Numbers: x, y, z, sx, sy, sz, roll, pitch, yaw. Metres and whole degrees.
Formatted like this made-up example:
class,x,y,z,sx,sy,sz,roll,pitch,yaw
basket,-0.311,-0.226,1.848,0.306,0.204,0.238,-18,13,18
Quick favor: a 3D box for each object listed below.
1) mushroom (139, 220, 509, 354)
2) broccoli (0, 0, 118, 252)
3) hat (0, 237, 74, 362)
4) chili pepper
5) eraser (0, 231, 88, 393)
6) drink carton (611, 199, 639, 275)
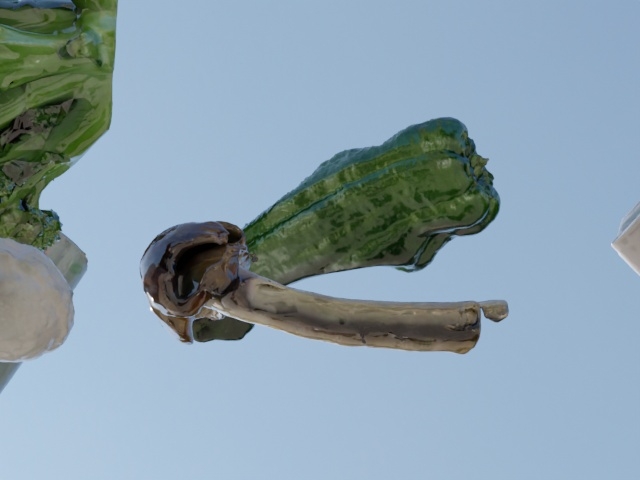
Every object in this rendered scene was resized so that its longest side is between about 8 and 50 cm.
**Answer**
class,x,y,z,sx,sy,sz,roll,pitch,yaw
mushroom,0.000,0.032,0.992,0.187,0.060,0.061,12,-29,-2
broccoli,-0.269,-0.133,1.463,0.245,0.265,0.294,0,-66,1
hat,-0.179,0.036,0.774,0.162,0.093,0.112,-10,-80,-29
chili pepper,0.001,0.000,1.307,0.253,0.083,0.099,-26,-23,27
eraser,-0.328,0.071,1.680,0.174,0.227,0.081,16,-36,23
drink carton,0.329,-0.034,1.390,0.134,0.102,0.222,43,-73,0
